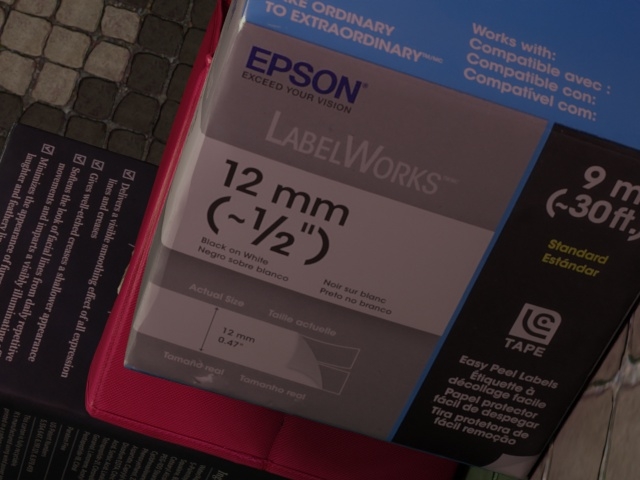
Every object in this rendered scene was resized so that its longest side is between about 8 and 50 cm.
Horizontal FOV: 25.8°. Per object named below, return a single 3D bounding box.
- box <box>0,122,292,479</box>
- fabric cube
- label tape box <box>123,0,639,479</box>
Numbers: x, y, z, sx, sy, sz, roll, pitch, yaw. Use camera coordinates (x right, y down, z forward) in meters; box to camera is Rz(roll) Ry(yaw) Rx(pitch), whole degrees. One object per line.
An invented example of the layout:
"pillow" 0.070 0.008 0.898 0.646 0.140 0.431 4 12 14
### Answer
"box" -0.159 0.108 1.344 0.212 0.395 0.293 116 169 -52
"fabric cube" 0.000 0.000 1.006 0.254 0.259 0.258 -93 22 -70
"label tape box" 0.060 -0.051 0.742 0.115 0.249 0.348 -83 13 -52
